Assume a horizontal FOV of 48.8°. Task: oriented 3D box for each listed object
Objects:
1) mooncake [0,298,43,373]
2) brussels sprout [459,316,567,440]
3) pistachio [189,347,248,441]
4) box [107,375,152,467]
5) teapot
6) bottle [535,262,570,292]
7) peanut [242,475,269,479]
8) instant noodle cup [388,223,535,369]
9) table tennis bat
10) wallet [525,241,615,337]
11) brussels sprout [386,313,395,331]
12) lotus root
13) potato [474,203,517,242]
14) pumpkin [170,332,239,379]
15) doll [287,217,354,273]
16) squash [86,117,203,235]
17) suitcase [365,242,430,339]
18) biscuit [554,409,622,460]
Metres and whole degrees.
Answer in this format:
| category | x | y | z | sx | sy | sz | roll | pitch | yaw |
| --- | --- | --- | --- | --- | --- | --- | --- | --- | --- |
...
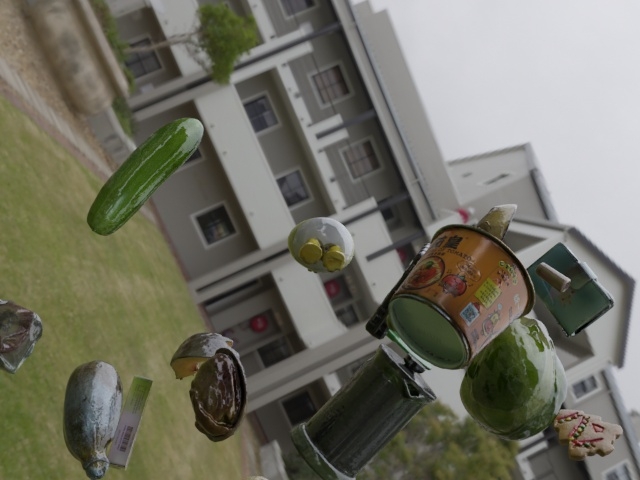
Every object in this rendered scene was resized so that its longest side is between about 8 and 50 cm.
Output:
| category | x | y | z | sx | sy | sz | roll | pitch | yaw |
| --- | --- | --- | --- | --- | --- | --- | --- | --- | --- |
| mooncake | -0.630 | 0.183 | 1.399 | 0.125 | 0.130 | 0.073 | 22 | -27 | 19 |
| brussels sprout | 0.580 | 0.410 | 2.115 | 0.315 | 0.276 | 0.371 | -162 | -93 | -77 |
| pistachio | -0.224 | 0.332 | 1.542 | 0.130 | 0.165 | 0.210 | 36 | 41 | -43 |
| box | -0.572 | 0.550 | 2.118 | 0.175 | 0.062 | 0.260 | 124 | -18 | -65 |
| teapot | 0.111 | 0.400 | 1.692 | 0.200 | 0.337 | 0.270 | 44 | 4 | -6 |
| bottle | 0.653 | 0.103 | 1.984 | 0.096 | 0.045 | 0.045 | 42 | -21 | 38 |
| peanut | -0.176 | 0.769 | 1.944 | 0.123 | 0.123 | 0.257 | 74 | 7 | -45 |
| instant noodle cup | 0.230 | 0.105 | 1.210 | 0.216 | 0.172 | 0.216 | 34 | -31 | 24 |
| table tennis bat | 0.262 | 0.331 | 2.291 | 0.257 | 0.039 | 0.160 | 43 | 5 | 9 |
| wallet | 0.740 | 0.144 | 2.115 | 0.075 | 0.176 | 0.250 | 22 | 31 | -48 |
| brussels sprout | 0.189 | 0.182 | 1.713 | 0.046 | 0.051 | 0.083 | 73 | 35 | -72 |
| lotus root | -0.595 | 0.455 | 1.812 | 0.140 | 0.158 | 0.322 | 30 | 34 | -33 |
| potato | 0.600 | -0.011 | 2.544 | 0.116 | 0.299 | 0.239 | 25 | -18 | 14 |
| pumpkin | -0.374 | 0.319 | 2.101 | 0.149 | 0.254 | 0.130 | 35 | 47 | -44 |
| doll | -0.003 | 0.012 | 1.520 | 0.296 | 0.141 | 0.117 | 169 | -66 | -86 |
| squash | -0.330 | -0.126 | 1.315 | 0.082 | 0.292 | 0.082 | 35 | -19 | 14 |
| suitcase | 0.244 | 0.144 | 2.051 | 0.066 | 0.285 | 0.206 | 36 | 16 | 7 |
| biscuit | 0.865 | 0.629 | 2.336 | 0.238 | 0.212 | 0.041 | 39 | -31 | 55 |
